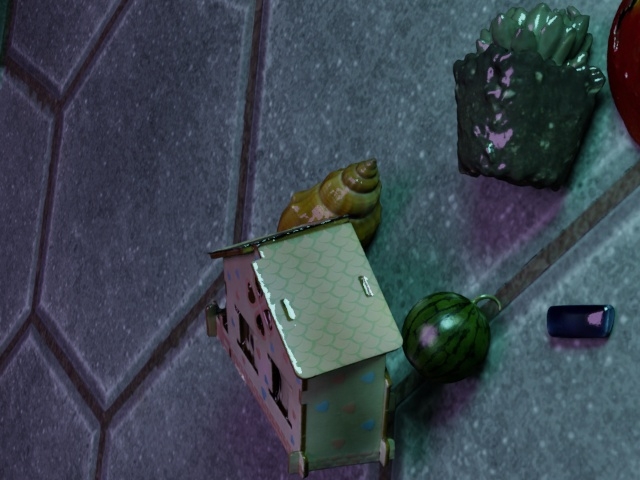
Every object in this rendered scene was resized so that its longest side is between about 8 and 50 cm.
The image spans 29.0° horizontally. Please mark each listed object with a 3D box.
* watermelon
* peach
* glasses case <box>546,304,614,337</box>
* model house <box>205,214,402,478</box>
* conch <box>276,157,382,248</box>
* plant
[{"bbox_3d":[0.137,0.100,1.337,0.109,0.109,0.109,-25,59,51],"label":"watermelon"},{"bbox_3d":[0.333,-0.174,1.164,0.189,0.068,0.279,-38,49,49],"label":"peach"},{"bbox_3d":[0.255,0.080,1.231,0.083,0.023,0.034,-7,72,56],"label":"glasses case"},{"bbox_3d":[-0.016,0.079,1.423,0.326,0.169,0.244,-128,28,-51],"label":"model house"},{"bbox_3d":[0.002,0.004,1.580,0.330,0.109,0.093,-61,42,41],"label":"conch"},{"bbox_3d":[0.211,-0.153,1.279,0.129,0.132,0.195,5,86,63],"label":"plant"}]
